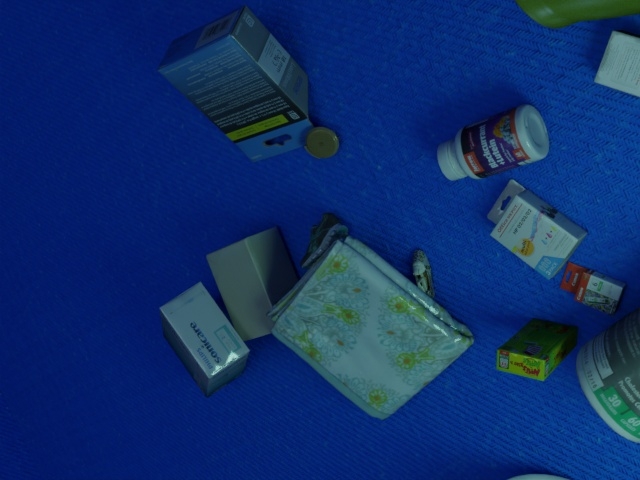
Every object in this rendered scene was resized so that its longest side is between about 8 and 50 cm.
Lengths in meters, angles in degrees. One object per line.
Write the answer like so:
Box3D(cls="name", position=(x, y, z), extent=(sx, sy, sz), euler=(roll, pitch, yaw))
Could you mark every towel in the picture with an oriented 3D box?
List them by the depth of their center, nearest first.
Box3D(cls="towel", position=(0.096, 0.198, 1.731), extent=(0.374, 0.090, 0.320), euler=(39, 126, -3))

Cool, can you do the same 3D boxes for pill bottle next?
Box3D(cls="pill bottle", position=(0.629, 0.174, 1.312), extent=(0.204, 0.204, 0.361), euler=(52, 128, 12))
Box3D(cls="pill bottle", position=(0.324, -0.179, 1.492), extent=(0.193, 0.108, 0.108), euler=(-18, 93, 39))

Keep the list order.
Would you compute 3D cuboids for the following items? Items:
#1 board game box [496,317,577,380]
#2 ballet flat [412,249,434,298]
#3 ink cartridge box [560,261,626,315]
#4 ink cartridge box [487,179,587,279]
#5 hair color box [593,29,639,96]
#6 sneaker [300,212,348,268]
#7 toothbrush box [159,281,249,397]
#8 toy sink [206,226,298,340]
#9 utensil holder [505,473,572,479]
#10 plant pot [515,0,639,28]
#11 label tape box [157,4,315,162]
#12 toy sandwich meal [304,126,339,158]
Box3D(cls="board game box", position=(0.416, 0.205, 1.497), extent=(0.092, 0.181, 0.043), euler=(10, 110, 35))
Box3D(cls="ballet flat", position=(0.220, 0.077, 1.696), extent=(0.041, 0.041, 0.114), euler=(-9, 98, 38))
Box3D(cls="ink cartridge box", position=(0.512, 0.091, 1.486), extent=(0.115, 0.029, 0.063), euler=(24, 118, 29))
Box3D(cls="ink cartridge box", position=(0.404, -0.024, 1.511), extent=(0.181, 0.061, 0.104), euler=(40, 124, 21))
Box3D(cls="hair color box", position=(0.561, -0.285, 1.316), extent=(0.167, 0.053, 0.093), euler=(28, 118, 29))
Box3D(cls="sneaker", position=(0.000, 0.000, 1.834), extent=(0.166, 0.065, 0.076), euler=(-50, 57, 33))
Box3D(cls="toothbrush box", position=(-0.299, 0.261, 2.005), extent=(0.216, 0.126, 0.295), euler=(52, 162, 12))
Box3D(cls="toy sink", position=(-0.149, 0.106, 1.924), extent=(0.152, 0.131, 0.234), euler=(-22, 90, 40))
Box3D(cls="utensil holder", position=(0.433, 0.722, 1.564), extent=(0.327, 0.327, 0.385), euler=(27, 121, 28))
Box3D(cls="plant pot", position=(0.461, -0.488, 1.164), extent=(0.353, 0.366, 0.366), euler=(-15, 95, 50))
Box3D(cls="label tape box", position=(-0.163, -0.344, 1.781), extent=(0.240, 0.106, 0.333), euler=(-12, 138, 38))
Box3D(cls="toy sandwich meal", position=(0.004, -0.221, 1.762), extent=(0.085, 0.029, 0.086), euler=(8, 124, 12))
